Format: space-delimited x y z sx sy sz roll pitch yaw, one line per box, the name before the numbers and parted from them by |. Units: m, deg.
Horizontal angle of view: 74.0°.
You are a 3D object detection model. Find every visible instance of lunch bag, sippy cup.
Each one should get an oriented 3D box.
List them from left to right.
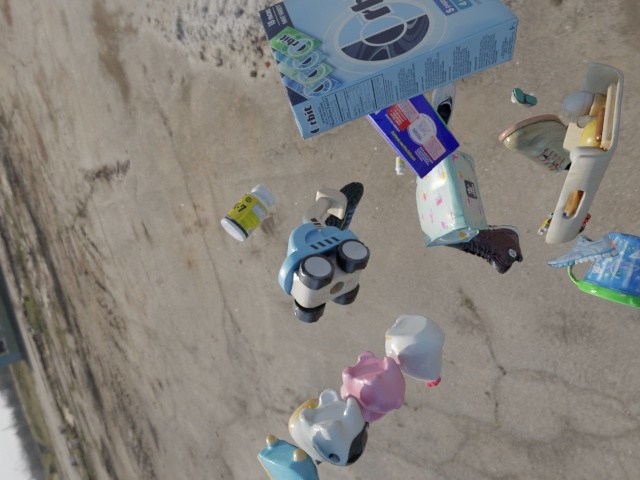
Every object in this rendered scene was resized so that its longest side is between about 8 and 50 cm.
lunch bag | 0.352 -0.111 1.160 0.262 0.159 0.224 57 -154 -78
sippy cup | 1.041 0.095 1.446 0.305 0.240 0.224 15 98 4

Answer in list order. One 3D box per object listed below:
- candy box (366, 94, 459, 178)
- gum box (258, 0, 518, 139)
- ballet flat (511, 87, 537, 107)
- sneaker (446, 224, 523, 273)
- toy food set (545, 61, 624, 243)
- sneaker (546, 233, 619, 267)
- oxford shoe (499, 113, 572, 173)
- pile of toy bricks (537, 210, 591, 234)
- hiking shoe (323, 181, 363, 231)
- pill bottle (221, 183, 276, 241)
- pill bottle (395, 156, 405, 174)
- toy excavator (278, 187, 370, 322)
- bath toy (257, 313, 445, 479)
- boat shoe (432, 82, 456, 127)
candy box | 0.152 -0.328 0.989 0.122 0.268 0.317 -40 33 14
gum box | 0.048 -0.186 0.381 0.041 0.184 0.157 65 -175 -56
ballet flat | 0.581 -0.411 1.235 0.041 0.114 0.041 -17 70 56
sneaker | 0.531 0.031 1.384 0.107 0.280 0.163 94 174 -57
toy food set | 0.500 -0.171 0.835 0.092 0.306 0.220 15 145 24
sneaker | 0.776 0.029 1.276 0.190 0.071 0.083 -23 80 44
oxford shoe | 0.736 -0.298 1.360 0.140 0.396 0.147 -42 56 54
pile of toy bricks | 0.931 -0.084 1.602 0.118 0.105 0.212 37 156 13
hiking shoe | 0.106 -0.135 1.981 0.113 0.132 0.304 31 84 19
pill bottle | -0.272 -0.109 1.632 0.119 0.209 0.119 33 159 15
pill bottle | 0.389 -0.363 2.068 0.043 0.043 0.084 -11 70 52
toy excavator | 0.000 0.000 1.496 0.445 0.432 0.223 48 145 32
bath toy | 0.070 0.252 0.661 0.151 0.348 0.129 0 118 56
boat shoe | 0.319 -0.346 1.104 0.184 0.066 0.063 -67 9 -9
